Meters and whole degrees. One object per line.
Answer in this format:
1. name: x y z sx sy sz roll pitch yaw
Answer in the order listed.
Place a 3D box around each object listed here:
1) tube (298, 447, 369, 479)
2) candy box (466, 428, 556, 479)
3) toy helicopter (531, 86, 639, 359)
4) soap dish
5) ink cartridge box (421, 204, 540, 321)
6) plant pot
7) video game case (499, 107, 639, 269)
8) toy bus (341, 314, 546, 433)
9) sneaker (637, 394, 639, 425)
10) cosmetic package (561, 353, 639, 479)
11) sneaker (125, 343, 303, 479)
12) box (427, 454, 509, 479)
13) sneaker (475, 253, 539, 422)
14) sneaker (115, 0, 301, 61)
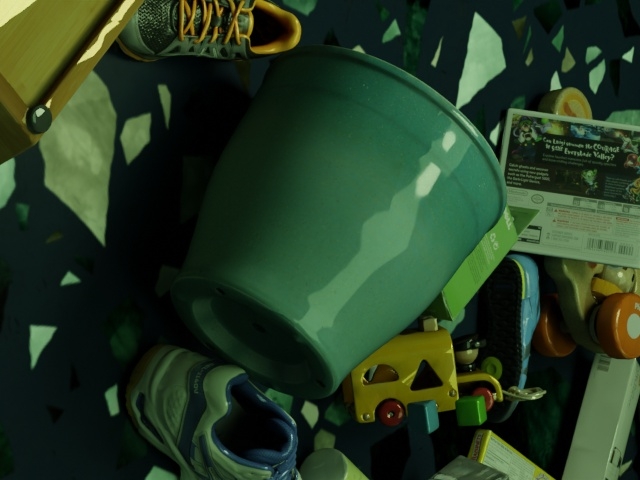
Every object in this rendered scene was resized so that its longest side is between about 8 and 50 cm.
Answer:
1. tube: 0.052 0.309 1.811 0.070 0.062 0.240 -29 138 6
2. candy box: 0.239 0.323 2.061 0.206 0.027 0.105 39 62 -46
3. toy helicopter: 0.358 -0.029 2.079 0.235 0.140 0.355 -28 107 -41
4. soap dish: -0.250 -0.229 1.315 0.291 0.118 0.229 -58 134 -26
5. ink cartridge box: 0.151 -0.002 1.842 0.209 0.109 0.062 -47 130 -36
6. plant pot: 0.000 0.000 1.536 0.255 0.271 0.272 -57 134 -26
7. video game case: 0.310 -0.064 1.982 0.022 0.190 0.173 28 70 -84
8. toy bus: 0.115 0.136 1.755 0.202 0.191 0.104 -14 98 -53
9. sneaker: 0.511 0.307 2.337 0.108 0.100 0.272 -48 129 -29
10. cosmetic package: 0.375 0.275 2.174 0.099 0.060 0.239 47 58 -66
11. sneaker: -0.072 0.218 1.589 0.296 0.131 0.112 53 54 -42
12. box: 0.116 0.435 1.850 0.242 0.076 0.308 -28 127 -45
13. sneaker: 0.239 0.121 2.001 0.082 0.069 0.209 4 92 -54
14. sneaker: -0.106 -0.208 1.521 0.215 0.083 0.084 -6 102 -49
